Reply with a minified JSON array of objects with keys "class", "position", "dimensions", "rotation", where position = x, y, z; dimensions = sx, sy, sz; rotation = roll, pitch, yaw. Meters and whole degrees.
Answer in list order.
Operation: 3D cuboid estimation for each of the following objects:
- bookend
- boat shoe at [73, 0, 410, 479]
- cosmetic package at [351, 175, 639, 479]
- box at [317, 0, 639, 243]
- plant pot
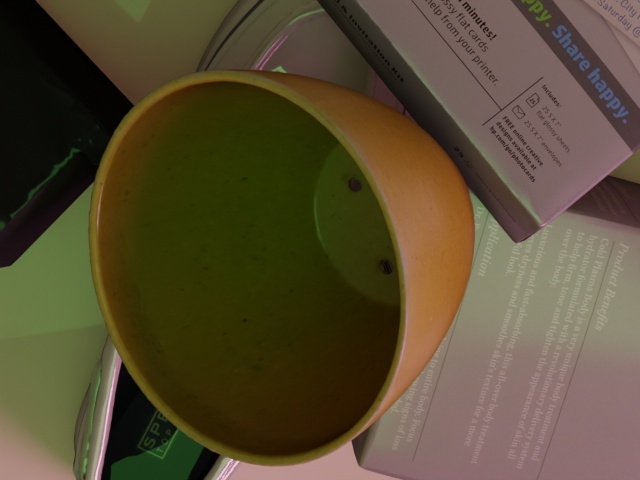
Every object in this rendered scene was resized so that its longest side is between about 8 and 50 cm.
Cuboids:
[{"class":"bookend","position":[-0.167,-0.035,0.737],"dimensions":[0.156,0.072,0.157],"rotation":[-45,85,9]},{"class":"boat shoe","position":[-0.028,0.012,0.772],"dimensions":[0.095,0.084,0.258],"rotation":[17,105,-7]},{"class":"cosmetic package","position":[0.139,0.049,0.783],"dimensions":[0.238,0.107,0.127],"rotation":[16,104,-10]},{"class":"box","position":[0.099,-0.112,0.716],"dimensions":[0.186,0.038,0.145],"rotation":[-38,89,-15]},{"class":"plant pot","position":[0.000,0.000,0.680],"dimensions":[0.134,0.095,0.134],"rotation":[11,109,34]}]
